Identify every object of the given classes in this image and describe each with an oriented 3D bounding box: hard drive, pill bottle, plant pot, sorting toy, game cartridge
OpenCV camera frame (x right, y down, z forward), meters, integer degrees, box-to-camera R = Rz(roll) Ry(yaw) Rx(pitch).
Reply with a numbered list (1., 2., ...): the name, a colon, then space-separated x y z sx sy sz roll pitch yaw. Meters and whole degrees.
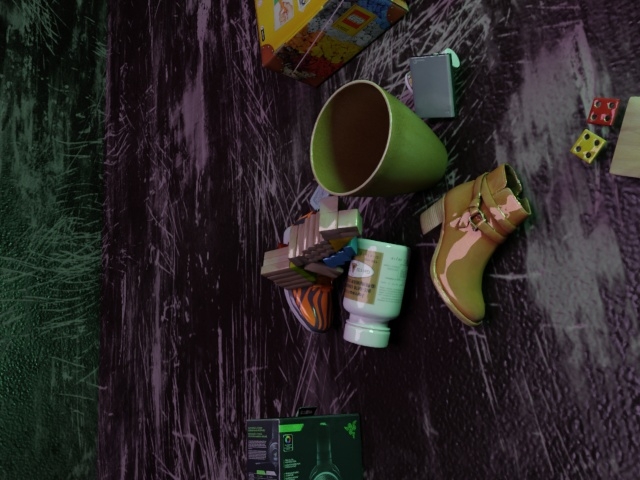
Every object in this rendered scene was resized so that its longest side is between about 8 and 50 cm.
1. hard drive: 0.247 -0.338 1.368 0.094 0.022 0.135 6 117 34
2. pill bottle: 0.252 -0.378 1.403 0.116 0.065 0.065 -30 61 42
3. pill bottle: 0.121 0.117 1.402 0.131 0.131 0.230 11 91 50
4. plant pot: 0.149 -0.189 1.337 0.237 0.254 0.237 -15 71 48
5. sorting toy: 0.553 -0.162 1.018 0.274 0.046 0.133 18 96 49
6. game cartridge: 0.005 -0.121 1.678 0.083 0.017 0.056 -58 41 24

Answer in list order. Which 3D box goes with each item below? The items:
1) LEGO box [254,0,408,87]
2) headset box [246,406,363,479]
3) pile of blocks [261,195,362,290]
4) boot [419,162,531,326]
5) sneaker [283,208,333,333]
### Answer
1. LEGO box: -0.002 -0.738 1.676 0.372 0.193 0.501 -28 61 43
2. headset box: -0.032 0.522 1.409 0.131 0.246 0.283 -19 67 47
3. pile of blocks: 0.000 0.000 1.416 0.362 0.148 0.113 -36 42 50
4. boot: 0.325 0.006 1.225 0.220 0.109 0.284 -34 50 36
5. sneaker: 0.000 0.060 1.561 0.180 0.124 0.321 -37 56 40
